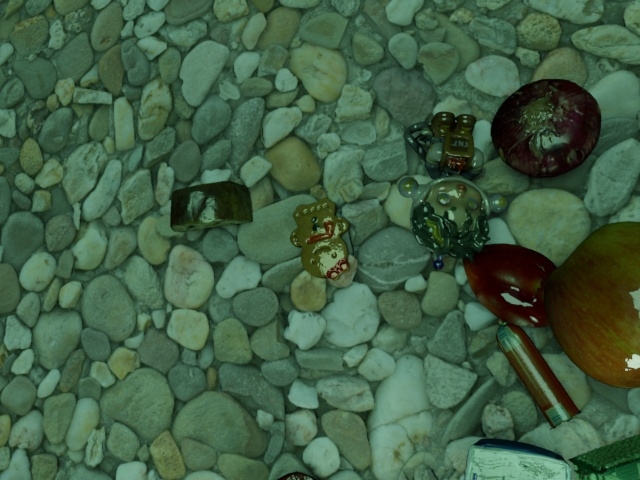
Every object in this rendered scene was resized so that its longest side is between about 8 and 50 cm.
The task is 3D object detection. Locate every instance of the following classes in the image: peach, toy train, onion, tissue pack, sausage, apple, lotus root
[{"bbox_3d":[0.443,0.081,1.496,0.279,0.068,0.189,33,71,27],"label":"peach"},{"bbox_3d":[0.638,0.481,1.283,0.269,0.115,0.155,-12,91,-14],"label":"toy train"},{"bbox_3d":[0.523,-0.256,1.504,0.246,0.190,0.247,-15,52,20],"label":"onion"},{"bbox_3d":[0.404,0.491,1.321,0.198,0.263,0.146,5,79,19],"label":"tissue pack"},{"bbox_3d":[0.476,0.287,1.448,0.083,0.083,0.264,-33,67,9],"label":"sausage"},{"bbox_3d":[0.629,0.123,1.300,0.339,0.339,0.340,-4,76,18],"label":"apple"},{"bbox_3d":[-0.315,-0.092,1.785,0.234,0.138,0.119,-7,85,11],"label":"lotus root"}]

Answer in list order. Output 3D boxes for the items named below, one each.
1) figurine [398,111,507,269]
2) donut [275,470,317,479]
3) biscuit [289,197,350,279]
[{"bbox_3d":[0.319,-0.128,1.548,0.260,0.186,0.382,4,72,9],"label":"figurine"},{"bbox_3d":[-0.062,0.644,1.545,0.184,0.073,0.166,-43,67,4],"label":"donut"},{"bbox_3d":[0.000,0.000,1.700,0.165,0.036,0.226,-14,73,14],"label":"biscuit"}]
